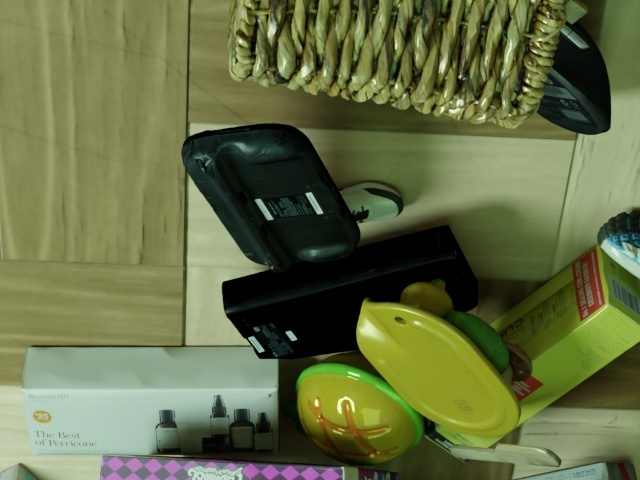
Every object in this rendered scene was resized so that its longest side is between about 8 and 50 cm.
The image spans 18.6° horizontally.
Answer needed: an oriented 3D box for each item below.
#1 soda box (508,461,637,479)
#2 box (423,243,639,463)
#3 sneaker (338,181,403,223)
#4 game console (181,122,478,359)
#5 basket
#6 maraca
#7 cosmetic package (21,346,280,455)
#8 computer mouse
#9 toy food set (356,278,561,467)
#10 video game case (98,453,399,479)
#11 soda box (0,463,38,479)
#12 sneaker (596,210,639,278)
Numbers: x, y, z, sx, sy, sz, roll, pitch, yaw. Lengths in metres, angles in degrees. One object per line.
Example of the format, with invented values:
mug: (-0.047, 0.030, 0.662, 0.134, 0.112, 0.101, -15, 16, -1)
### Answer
soda box: (0.245, 0.259, 1.823, 0.098, 0.091, 0.286, -13, 170, 13)
box: (0.193, 0.106, 1.790, 0.058, 0.087, 0.232, 35, 124, -27)
sneaker: (0.019, -0.024, 1.700, 0.109, 0.044, 0.040, -2, 130, -1)
game console: (0.000, 0.000, 1.660, 0.213, 0.044, 0.361, -14, 148, 11)
basket: (0.065, -0.252, 1.363, 0.223, 0.213, 0.299, 8, 109, -5)
maraca: (0.029, 0.164, 1.836, 0.127, 0.099, 0.186, 35, 151, -4)
cosmetic package: (-0.158, 0.153, 1.847, 0.239, 0.060, 0.099, 0, 131, 0)
computer mouse: (0.168, -0.176, 1.504, 0.262, 0.184, 0.060, 40, 77, -25)
toy food set: (0.124, 0.105, 1.716, 0.128, 0.071, 0.218, -6, 133, 45)
video game case: (-0.062, 0.226, 1.818, 0.232, 0.042, 0.210, 1, 173, 17)
soda box: (-0.275, 0.308, 1.987, 0.063, 0.058, 0.183, -26, 126, 22)
sneaker: (0.321, 0.039, 1.745, 0.190, 0.071, 0.083, 22, 134, -19)
